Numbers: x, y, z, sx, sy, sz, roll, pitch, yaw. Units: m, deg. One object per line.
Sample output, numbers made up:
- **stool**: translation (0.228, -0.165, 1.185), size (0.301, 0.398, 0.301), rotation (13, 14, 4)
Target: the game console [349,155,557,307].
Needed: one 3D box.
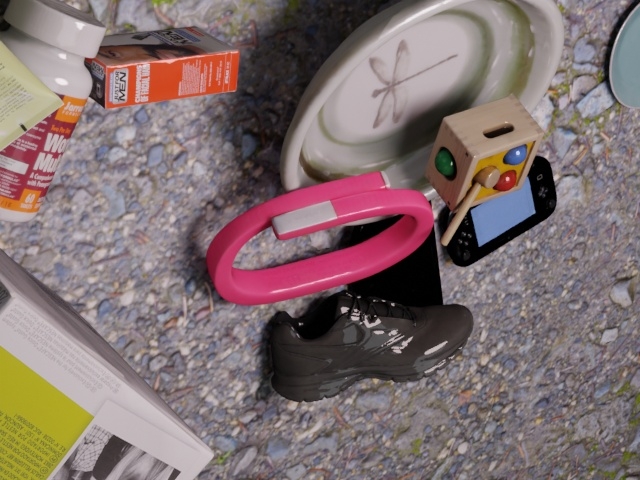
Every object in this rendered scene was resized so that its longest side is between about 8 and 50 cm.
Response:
- **game console**: translation (0.192, -0.018, 2.067), size (0.361, 0.044, 0.213), rotation (-30, 131, -24)

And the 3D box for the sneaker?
- **sneaker**: translation (0.068, 0.124, 1.967), size (0.286, 0.109, 0.130), rotation (-15, 117, -11)

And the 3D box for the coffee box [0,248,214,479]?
- **coffee box**: translation (-0.390, 0.182, 1.488), size (0.334, 0.337, 0.338), rotation (-48, 136, -5)

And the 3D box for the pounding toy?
- **pounding toy**: translation (0.197, -0.087, 1.841), size (0.141, 0.100, 0.130), rotation (-20, 148, -25)

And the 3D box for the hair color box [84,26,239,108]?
- **hair color box**: translation (-0.184, -0.192, 1.614), size (0.167, 0.093, 0.053), rotation (-14, 122, -35)

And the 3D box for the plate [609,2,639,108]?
- **plate**: translation (0.487, -0.285, 2.169), size (0.188, 0.024, 0.188), rotation (-21, 127, -31)

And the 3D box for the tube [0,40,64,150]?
- **tube**: translation (-0.361, -0.197, 1.419), size (0.240, 0.070, 0.062), rotation (51, 51, -18)

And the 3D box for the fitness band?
- **fitness band**: translation (0.000, 0.000, 1.833), size (0.291, 0.054, 0.209), rotation (-14, 155, -16)

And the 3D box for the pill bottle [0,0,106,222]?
- **pill bottle**: translation (-0.310, -0.140, 1.519), size (0.121, 0.121, 0.221), rotation (16, 104, -44)

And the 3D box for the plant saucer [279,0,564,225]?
- **plant saucer**: translation (0.110, -0.187, 1.807), size (0.400, 0.100, 0.400), rotation (-25, 151, -15)
